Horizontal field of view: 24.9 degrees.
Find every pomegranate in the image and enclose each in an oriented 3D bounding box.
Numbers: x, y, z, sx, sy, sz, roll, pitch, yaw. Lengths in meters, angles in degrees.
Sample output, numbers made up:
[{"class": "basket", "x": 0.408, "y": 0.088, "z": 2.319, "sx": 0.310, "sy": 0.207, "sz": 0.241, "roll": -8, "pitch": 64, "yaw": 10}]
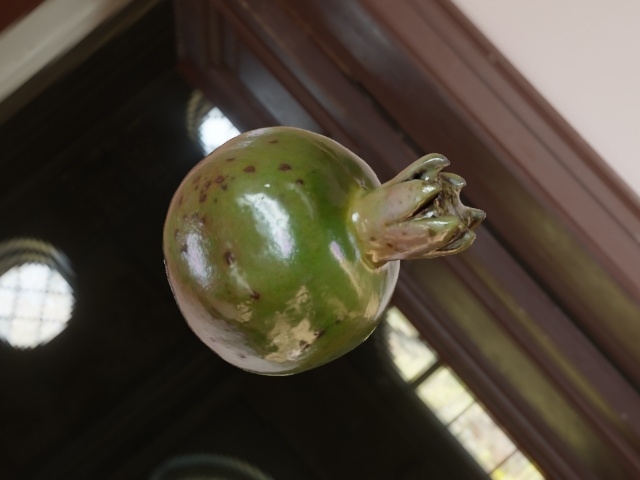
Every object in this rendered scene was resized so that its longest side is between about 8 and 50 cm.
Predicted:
[{"class": "pomegranate", "x": 0.000, "y": 0.000, "z": 0.637, "sx": 0.142, "sy": 0.114, "sz": 0.114, "roll": -15, "pitch": 4, "yaw": 30}]
